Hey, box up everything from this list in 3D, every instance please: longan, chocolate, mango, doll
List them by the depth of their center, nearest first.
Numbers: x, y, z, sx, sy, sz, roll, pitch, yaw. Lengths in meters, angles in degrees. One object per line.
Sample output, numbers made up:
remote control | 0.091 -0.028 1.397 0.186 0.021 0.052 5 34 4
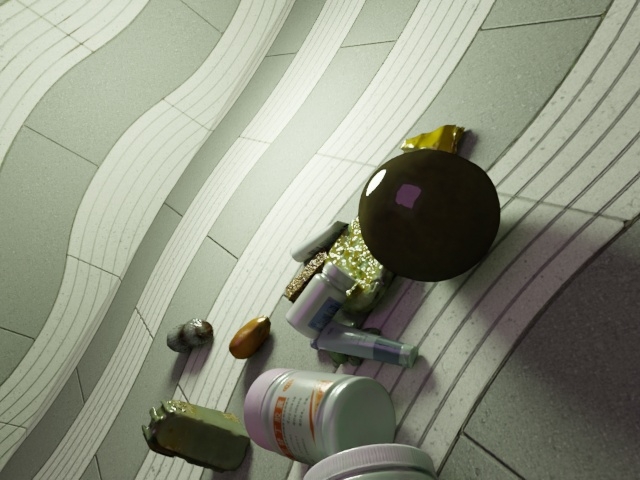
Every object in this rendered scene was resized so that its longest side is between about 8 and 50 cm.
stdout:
longan | 0.232 -0.057 1.149 0.319 0.319 0.318 -32 41 33
doll | 0.078 0.256 1.299 0.151 0.078 0.114 -21 58 27
mango | -0.215 0.304 1.628 0.159 0.084 0.105 -39 16 -7
chocolate | -0.485 0.350 1.911 0.248 0.110 0.110 -29 43 40

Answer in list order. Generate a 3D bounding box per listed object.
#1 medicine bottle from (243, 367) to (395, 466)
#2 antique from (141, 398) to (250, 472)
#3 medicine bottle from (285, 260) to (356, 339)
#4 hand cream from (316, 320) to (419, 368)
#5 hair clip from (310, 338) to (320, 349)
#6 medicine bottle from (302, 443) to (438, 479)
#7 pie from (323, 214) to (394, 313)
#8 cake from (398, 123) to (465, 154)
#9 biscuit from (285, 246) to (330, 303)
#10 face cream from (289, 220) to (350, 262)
medicine bottle | -0.010 0.399 1.173 0.316 0.202 0.202 -12 55 49
antique | -0.345 0.528 1.424 0.150 0.284 0.125 22 82 55
medicine bottle | 0.002 0.152 1.332 0.186 0.103 0.103 -53 33 2
hand cream | 0.105 0.244 1.224 0.255 0.048 0.079 7 48 37
hair clip | 0.004 0.208 1.441 0.124 0.052 0.195 120 154 -49
medicine bottle | 0.102 0.516 0.884 0.252 0.253 0.240 -41 38 24
pie | 0.117 0.051 1.416 0.323 0.071 0.323 -38 36 34
cake | 0.306 -0.282 1.434 0.116 0.080 0.185 -62 29 -1
biscuit | -0.035 0.108 1.592 0.199 0.034 0.064 -47 34 17
face cream | 0.000 0.000 1.598 0.244 0.092 0.058 -31 62 39
